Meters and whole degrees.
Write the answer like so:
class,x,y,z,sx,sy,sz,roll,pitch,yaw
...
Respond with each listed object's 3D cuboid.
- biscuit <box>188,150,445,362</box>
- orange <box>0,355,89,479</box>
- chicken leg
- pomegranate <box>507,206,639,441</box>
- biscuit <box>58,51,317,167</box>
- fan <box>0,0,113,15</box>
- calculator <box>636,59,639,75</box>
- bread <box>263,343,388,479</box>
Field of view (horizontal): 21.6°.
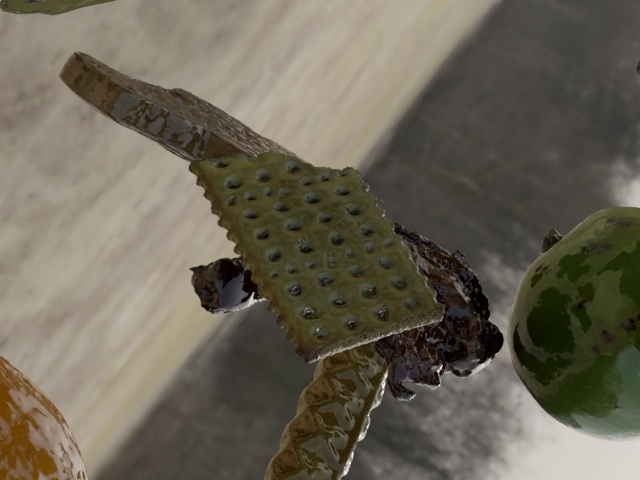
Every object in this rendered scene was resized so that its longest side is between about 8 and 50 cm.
class,x,y,z,sx,sy,sz,roll,pitch,yaw
biscuit,0.000,0.001,1.326,0.144,0.203,0.016,-14,147,-26
orange,-0.346,0.251,1.424,0.340,0.293,0.340,-30,128,-48
chicken leg,0.028,0.050,1.460,0.083,0.322,0.177,-44,-151,36
pomegranate,0.323,0.101,1.584,0.236,0.302,0.236,-56,180,0
biscuit,-0.105,-0.091,1.494,0.320,0.183,0.047,22,100,-54
fan,-0.252,-0.314,1.994,0.229,0.011,0.335,-14,179,-31
calculator,0.308,-0.108,1.404,0.040,0.177,0.268,-19,-148,20
bread,-0.011,0.228,1.686,0.084,0.077,0.367,95,20,-60
